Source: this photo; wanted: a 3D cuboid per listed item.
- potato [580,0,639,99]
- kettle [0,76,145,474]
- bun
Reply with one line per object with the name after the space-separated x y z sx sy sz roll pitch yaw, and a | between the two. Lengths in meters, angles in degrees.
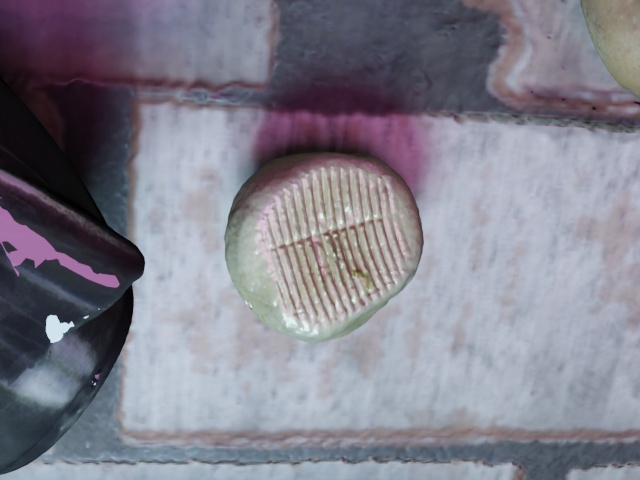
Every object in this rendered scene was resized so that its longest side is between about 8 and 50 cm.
0.205 -0.122 0.573 0.147 0.112 0.112 14 114 -22 | potato
-0.262 0.006 0.529 0.321 0.228 0.324 -27 126 36 | kettle
0.000 0.000 0.626 0.115 0.069 0.115 -3 99 -17 | bun
